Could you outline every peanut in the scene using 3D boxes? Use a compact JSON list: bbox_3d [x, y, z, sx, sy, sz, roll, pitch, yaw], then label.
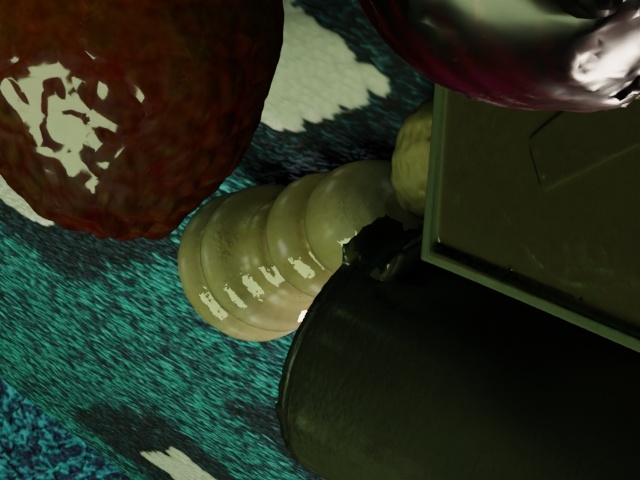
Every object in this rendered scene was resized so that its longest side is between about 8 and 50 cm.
[{"bbox_3d":[0.102,-0.068,1.039,0.082,0.082,0.187,37,158,-8],"label":"peanut"}]

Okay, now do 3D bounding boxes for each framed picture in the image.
[{"bbox_3d":[0.144,-0.048,0.866,0.265,0.018,0.192,25,117,55],"label":"framed picture"}]

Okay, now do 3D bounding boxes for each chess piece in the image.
[{"bbox_3d":[0.000,0.000,1.272,0.143,0.142,0.261,41,150,-18],"label":"chess piece"}]

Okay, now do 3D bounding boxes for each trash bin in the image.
[{"bbox_3d":[0.143,0.139,1.048,0.302,0.203,0.252,28,131,30],"label":"trash bin"}]

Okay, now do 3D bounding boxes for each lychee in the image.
[{"bbox_3d":[-0.144,-0.152,1.023,0.255,0.299,0.255,9,-179,0],"label":"lychee"}]

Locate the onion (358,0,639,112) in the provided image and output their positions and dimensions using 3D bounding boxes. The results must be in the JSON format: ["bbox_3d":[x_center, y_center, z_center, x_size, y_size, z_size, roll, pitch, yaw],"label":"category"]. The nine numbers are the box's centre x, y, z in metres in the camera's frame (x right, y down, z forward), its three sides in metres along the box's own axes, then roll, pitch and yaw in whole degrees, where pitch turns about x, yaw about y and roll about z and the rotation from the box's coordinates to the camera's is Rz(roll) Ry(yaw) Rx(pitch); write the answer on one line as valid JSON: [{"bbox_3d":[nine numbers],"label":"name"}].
[{"bbox_3d":[0.131,-0.158,0.572,0.281,0.281,0.221,45,-171,-26],"label":"onion"}]
